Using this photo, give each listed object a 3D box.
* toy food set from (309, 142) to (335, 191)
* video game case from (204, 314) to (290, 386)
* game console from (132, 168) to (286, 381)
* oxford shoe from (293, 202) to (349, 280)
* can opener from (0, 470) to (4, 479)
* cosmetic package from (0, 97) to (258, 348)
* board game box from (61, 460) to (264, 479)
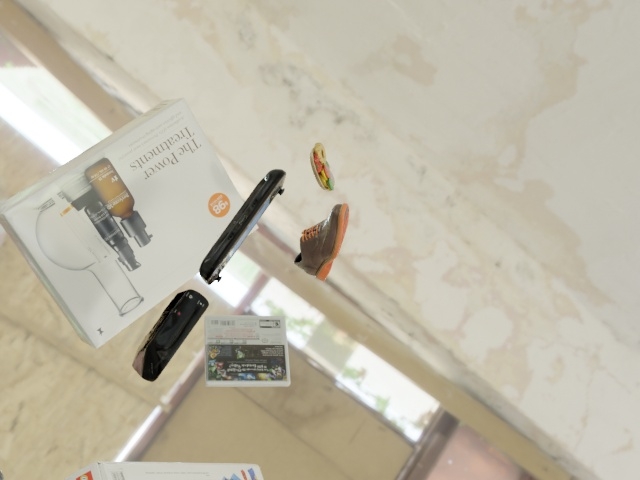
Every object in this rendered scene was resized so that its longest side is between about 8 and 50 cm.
[{"bbox_3d":[0.004,-0.124,1.519,0.020,0.083,0.083,-18,-63,14],"label":"toy food set"},{"bbox_3d":[-0.168,0.250,1.991,0.190,0.173,0.022,2,-34,-12],"label":"video game case"},{"bbox_3d":[-0.156,0.044,1.275,0.044,0.361,0.213,36,-11,-8],"label":"game console"},{"bbox_3d":[0.000,0.000,2.079,0.098,0.097,0.271,21,-41,-1],"label":"oxford shoe"},{"bbox_3d":[-0.615,0.376,1.297,0.093,0.280,0.074,-111,-175,-56],"label":"can opener"},{"bbox_3d":[-0.334,-0.037,1.555,0.097,0.377,0.285,10,-46,57],"label":"cosmetic package"},{"bbox_3d":[-0.116,0.316,0.856,0.305,0.053,0.193,31,32,-62],"label":"board game box"}]
